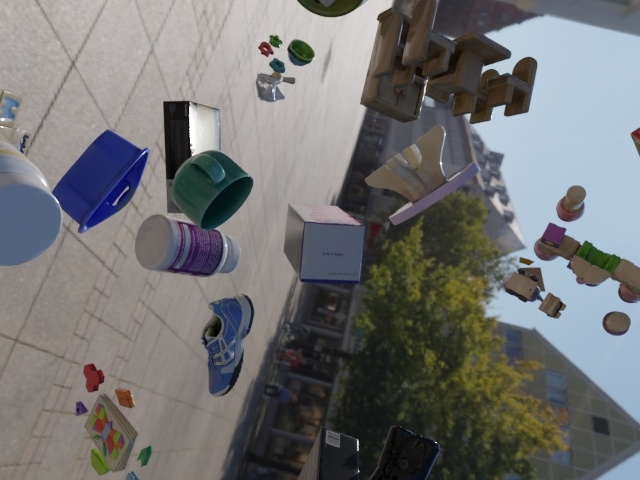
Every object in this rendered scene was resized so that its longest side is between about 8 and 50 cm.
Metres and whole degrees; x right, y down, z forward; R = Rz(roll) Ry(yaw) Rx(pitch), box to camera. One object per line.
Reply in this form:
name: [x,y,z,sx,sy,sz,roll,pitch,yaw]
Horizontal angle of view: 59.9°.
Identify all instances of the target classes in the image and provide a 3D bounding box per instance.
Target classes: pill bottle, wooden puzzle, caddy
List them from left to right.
pill bottle: [-0.394,-0.062,0.647,0.119,0.209,0.119,-30,138,-32]
caddy: [-0.669,-0.177,1.732,0.341,0.179,0.241,-54,-169,-11]
pill bottle: [-0.394,0.026,1.698,0.302,0.169,0.169,14,89,-51]
wooden puzzle: [0.567,0.102,1.483,0.079,0.014,0.116,9,-69,59]

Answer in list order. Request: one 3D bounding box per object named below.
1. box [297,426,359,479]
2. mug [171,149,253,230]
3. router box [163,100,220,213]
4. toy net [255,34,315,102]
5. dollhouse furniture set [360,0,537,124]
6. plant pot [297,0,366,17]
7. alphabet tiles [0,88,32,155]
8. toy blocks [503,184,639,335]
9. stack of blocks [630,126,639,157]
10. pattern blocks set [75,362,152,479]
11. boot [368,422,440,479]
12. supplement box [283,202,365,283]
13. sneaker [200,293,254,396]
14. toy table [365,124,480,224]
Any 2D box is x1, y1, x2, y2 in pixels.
box: [0.008,0.569,1.205,0.261,0.103,0.184,-81,-165,-71]
mug: [-0.192,-0.105,0.973,0.129,0.097,0.157,-34,162,-50]
router box: [-0.367,-0.240,1.622,0.243,0.081,0.308,-42,133,-77]
toy net: [-0.100,-0.409,1.288,0.045,0.122,0.232,-42,-162,46]
dollhouse furniture set: [0.183,-0.293,0.865,0.242,0.212,0.160,4,-100,61]
plant pot: [0.039,-0.536,0.988,0.274,0.275,0.293,101,2,-54]
alphabet tiles: [-0.545,-0.097,0.812,0.342,0.011,0.285,-65,178,-84]
toy blocks: [0.636,0.076,1.330,0.308,0.289,0.260,-58,158,-3]
stack of blocks: [0.458,-0.062,0.512,0.171,0.087,0.297,-33,-150,15]
pattern blocks set: [-0.569,0.514,1.498,0.026,0.325,0.285,-5,116,-54]
boot: [0.231,0.569,1.297,0.207,0.247,0.094,-59,145,-14]
supplement box: [0.000,0.000,1.074,0.220,0.111,0.113,-137,-129,-73]
sneaker: [-0.192,0.200,1.058,0.080,0.081,0.211,26,-72,49]
toy table: [0.267,-0.177,1.498,0.274,0.160,0.252,-35,-178,16]
